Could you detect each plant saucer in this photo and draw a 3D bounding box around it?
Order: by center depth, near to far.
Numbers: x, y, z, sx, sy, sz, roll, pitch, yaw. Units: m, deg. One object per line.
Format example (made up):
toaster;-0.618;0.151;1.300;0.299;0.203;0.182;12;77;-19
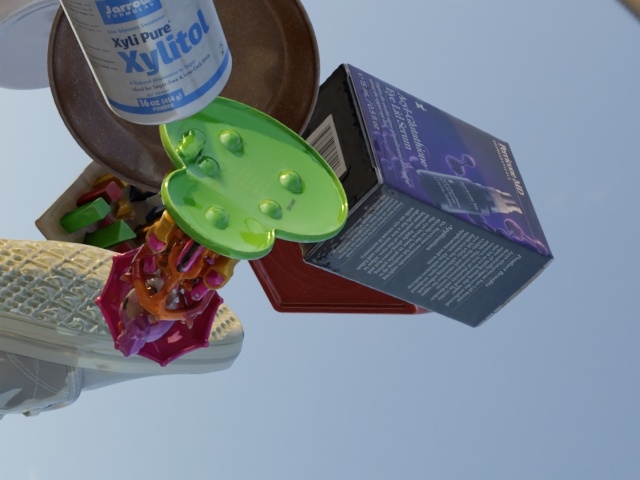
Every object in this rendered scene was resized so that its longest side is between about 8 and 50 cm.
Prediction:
plant saucer;-0.099;-0.130;1.025;0.036;0.198;0.199;-91;-173;-66
plant saucer;0.000;0.000;1.644;0.259;0.048;0.258;0;-48;33

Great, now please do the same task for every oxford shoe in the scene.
oxford shoe;-0.279;0.083;1.108;0.169;0.449;0.130;47;-50;53

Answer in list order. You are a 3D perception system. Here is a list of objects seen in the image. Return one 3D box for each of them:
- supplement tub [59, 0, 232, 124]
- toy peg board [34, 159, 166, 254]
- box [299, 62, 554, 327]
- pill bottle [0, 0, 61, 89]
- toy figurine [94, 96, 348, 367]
supplement tub;-0.089;-0.116;0.682;0.071;0.071;0.107;57;-9;41
toy peg board;-0.209;-0.017;1.577;0.079;0.161;0.161;-19;-64;41
box;0.080;-0.036;1.212;0.108;0.207;0.153;-46;-139;31
pill bottle;-0.359;-0.374;1.603;0.363;0.210;0.210;66;-32;20
toy figurine;-0.082;0.018;0.861;0.159;0.130;0.173;-55;-176;28
